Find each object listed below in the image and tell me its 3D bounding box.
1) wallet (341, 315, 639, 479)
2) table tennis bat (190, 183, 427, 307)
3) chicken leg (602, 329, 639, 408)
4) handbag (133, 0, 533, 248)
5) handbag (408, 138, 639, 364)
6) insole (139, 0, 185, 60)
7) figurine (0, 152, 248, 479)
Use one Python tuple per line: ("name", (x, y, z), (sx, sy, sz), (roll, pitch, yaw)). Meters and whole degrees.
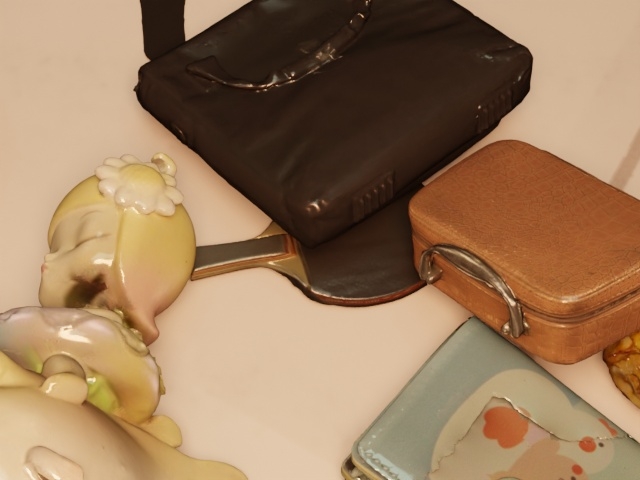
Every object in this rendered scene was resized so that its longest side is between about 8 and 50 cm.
("wallet", (0.156, 0.185, 0.849), (0.250, 0.075, 0.176), (37, 58, 16))
("table tennis bat", (0.000, 0.000, 0.974), (0.220, 0.019, 0.130), (-10, 60, -12))
("chicken leg", (0.340, 0.079, 0.918), (0.251, 0.087, 0.107), (-9, 57, -13))
("handbag", (0.013, -0.129, 1.004), (0.275, 0.088, 0.244), (-38, 61, -22))
("handbag", (0.161, 0.005, 0.903), (0.151, 0.072, 0.193), (-28, 44, -23))
("insole", (-0.143, -0.224, 1.102), (0.053, 0.002, 0.152), (-3, 60, -6))
("figurine", (-0.156, 0.105, 0.837), (0.274, 0.226, 0.394), (31, 45, -22))
